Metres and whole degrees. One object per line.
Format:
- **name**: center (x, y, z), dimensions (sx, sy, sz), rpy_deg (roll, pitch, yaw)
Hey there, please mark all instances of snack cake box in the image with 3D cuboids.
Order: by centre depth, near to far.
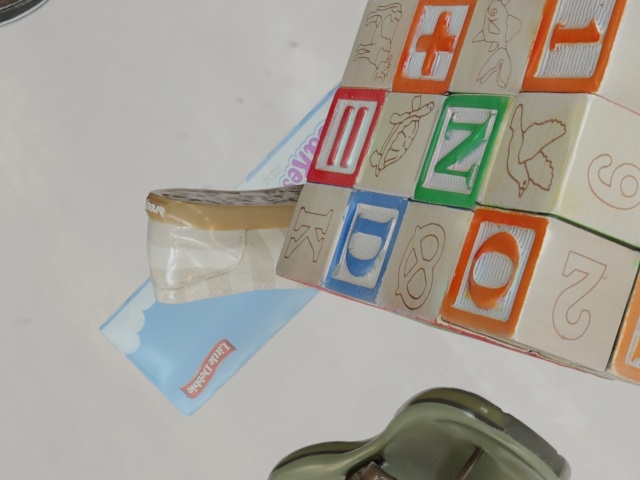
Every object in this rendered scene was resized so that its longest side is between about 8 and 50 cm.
- **snack cake box**: center (-0.016, -0.015, 1.000), dimensions (0.089, 0.152, 0.264), rpy_deg (45, 105, -1)

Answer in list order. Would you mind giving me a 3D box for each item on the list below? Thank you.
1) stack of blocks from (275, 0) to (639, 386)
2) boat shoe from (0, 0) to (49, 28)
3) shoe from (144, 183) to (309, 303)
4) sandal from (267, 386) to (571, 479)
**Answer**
- **stack of blocks**: center (0.101, -0.104, 0.572), dimensions (0.171, 0.087, 0.297), rpy_deg (12, 83, 60)
- **boat shoe**: center (-0.189, -0.114, 0.681), dimensions (0.040, 0.142, 0.049), rpy_deg (-145, 45, -69)
- **shoe**: center (0.000, 0.000, 0.817), dimensions (0.076, 0.219, 0.058), rpy_deg (12, 102, 56)
- **sandal**: center (0.061, 0.187, 1.037), dimensions (0.303, 0.120, 0.086), rpy_deg (-32, 26, 49)
